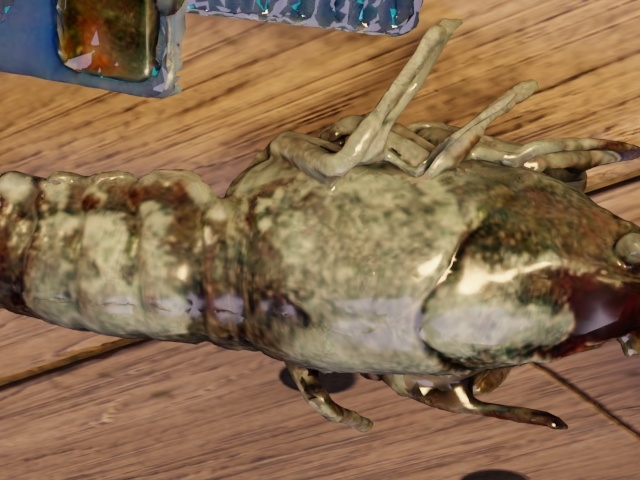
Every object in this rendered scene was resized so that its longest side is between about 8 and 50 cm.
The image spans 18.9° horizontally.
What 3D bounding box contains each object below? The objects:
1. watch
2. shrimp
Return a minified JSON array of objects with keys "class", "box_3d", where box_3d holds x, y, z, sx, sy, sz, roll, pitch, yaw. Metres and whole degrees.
[{"class":"watch","box_3d":[-0.124,-0.113,0.734,0.274,0.068,0.276,8,-168,19]},{"class":"shrimp","box_3d":[0.003,0.002,0.897,0.410,0.166,0.221,-2,123,0]}]
